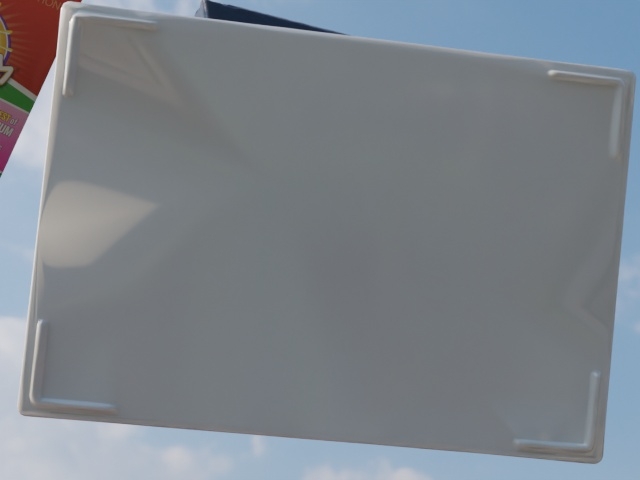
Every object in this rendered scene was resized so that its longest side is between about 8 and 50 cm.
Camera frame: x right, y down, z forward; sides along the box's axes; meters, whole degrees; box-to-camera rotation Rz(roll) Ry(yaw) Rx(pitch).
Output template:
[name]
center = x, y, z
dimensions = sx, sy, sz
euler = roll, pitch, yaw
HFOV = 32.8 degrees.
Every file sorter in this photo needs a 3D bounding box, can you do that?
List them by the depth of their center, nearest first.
[file sorter]
center = 0.000, 0.000, 0.595
dimensions = 0.278, 0.192, 0.173
euler = 6, -2, -6

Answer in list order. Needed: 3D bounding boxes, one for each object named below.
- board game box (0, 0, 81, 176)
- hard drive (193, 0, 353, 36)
[board game box]
center = -0.418, -0.223, 1.193
dimensions = 0.242, 0.064, 0.316
euler = 19, -78, -39
[hard drive]
center = -0.097, -0.139, 1.380
dimensions = 0.237, 0.064, 0.339
euler = 9, -43, -24
